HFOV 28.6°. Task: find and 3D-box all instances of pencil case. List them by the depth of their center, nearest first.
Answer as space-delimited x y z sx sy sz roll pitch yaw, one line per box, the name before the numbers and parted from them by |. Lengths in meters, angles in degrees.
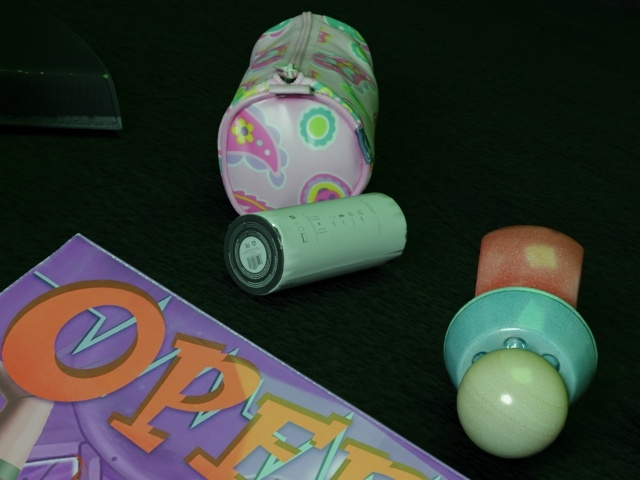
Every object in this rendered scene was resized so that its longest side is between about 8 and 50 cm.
pencil case | -0.013 -0.107 1.025 0.124 0.124 0.284 15 20 -2

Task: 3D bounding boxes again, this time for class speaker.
speaker | 0.000 0.000 0.858 0.055 0.055 0.136 29 26 32

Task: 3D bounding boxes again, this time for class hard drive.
hard drive | -0.286 -0.163 1.069 0.172 0.054 0.254 -1 27 -35

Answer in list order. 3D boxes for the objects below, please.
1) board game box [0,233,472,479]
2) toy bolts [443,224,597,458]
board game box | -0.010 0.144 0.306 0.346 0.056 0.208 29 48 25
toy bolts | 0.180 0.049 0.694 0.228 0.218 0.158 1 25 13
